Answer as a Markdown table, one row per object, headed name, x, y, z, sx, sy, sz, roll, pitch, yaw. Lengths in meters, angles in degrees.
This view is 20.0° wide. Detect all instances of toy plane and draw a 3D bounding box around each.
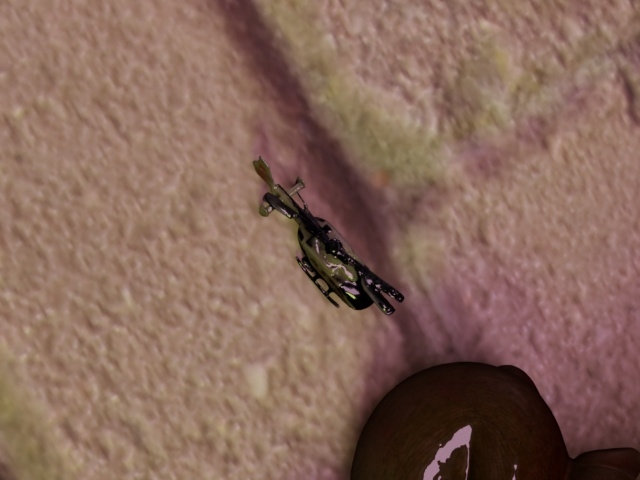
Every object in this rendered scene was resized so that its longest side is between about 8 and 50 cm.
| name | x | y | z | sx | sy | sz | roll | pitch | yaw |
| --- | --- | --- | --- | --- | --- | --- | --- | --- | --- |
| toy plane | 0.000 | 0.000 | 1.047 | 0.031 | 0.049 | 0.120 | -41 | 83 | -12 |

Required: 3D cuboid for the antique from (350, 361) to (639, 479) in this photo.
| name | x | y | z | sx | sy | sz | roll | pitch | yaw |
| --- | --- | --- | --- | --- | --- | --- | --- | --- | --- |
| antique | 0.055 | 0.184 | 1.027 | 0.143 | 0.121 | 0.257 | 36 | 82 | 3 |
